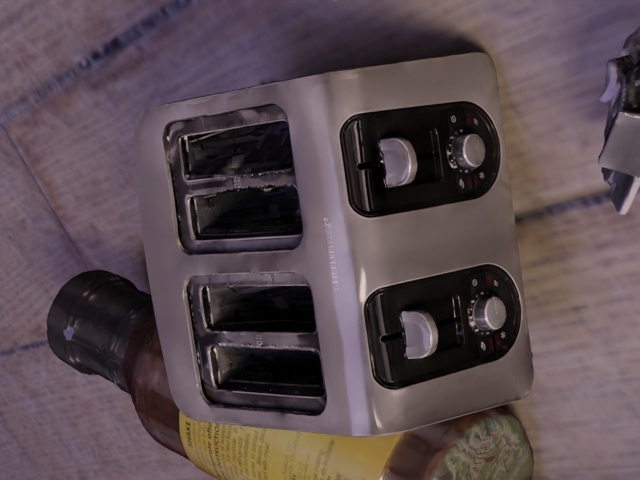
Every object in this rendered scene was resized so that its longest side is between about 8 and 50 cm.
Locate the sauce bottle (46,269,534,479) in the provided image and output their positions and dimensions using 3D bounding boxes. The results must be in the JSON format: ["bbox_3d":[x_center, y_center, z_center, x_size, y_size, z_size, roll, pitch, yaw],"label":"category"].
[{"bbox_3d":[-0.039,0.096,0.806,0.344,0.111,0.111,20,132,37],"label":"sauce bottle"}]

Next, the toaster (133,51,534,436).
[{"bbox_3d":[0.000,0.000,0.648,0.185,0.110,0.168,-2,96,48],"label":"toaster"}]

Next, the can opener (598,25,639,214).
[{"bbox_3d":[0.164,-0.115,0.456,0.095,0.076,0.283,14,137,-1],"label":"can opener"}]
